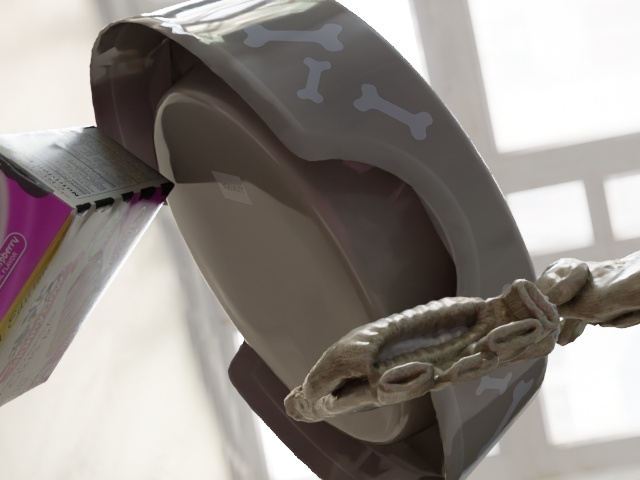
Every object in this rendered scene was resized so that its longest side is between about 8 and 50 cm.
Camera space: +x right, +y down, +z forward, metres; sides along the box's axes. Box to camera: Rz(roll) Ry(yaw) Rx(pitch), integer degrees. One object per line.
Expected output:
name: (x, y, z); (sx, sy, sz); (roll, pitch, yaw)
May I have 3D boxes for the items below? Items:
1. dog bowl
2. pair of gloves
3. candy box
dog bowl: (0.000, 0.000, 1.107); (0.349, 0.102, 0.349); (45, 156, 27)
pair of gloves: (0.102, 0.031, 0.837); (0.204, 0.240, 0.042); (139, 113, -79)
candy box: (-0.175, 0.019, 1.047); (0.071, 0.159, 0.233); (35, -171, 5)
